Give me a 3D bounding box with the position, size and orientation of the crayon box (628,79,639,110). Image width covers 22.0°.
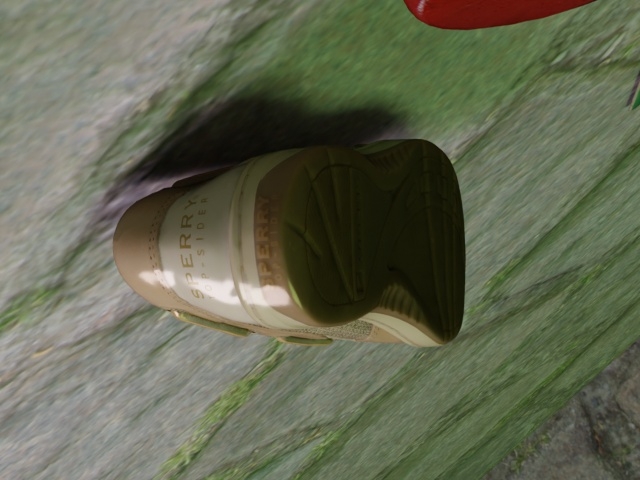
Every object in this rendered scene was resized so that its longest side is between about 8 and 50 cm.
[{"bbox_3d":[0.404,-0.202,1.293,0.323,0.083,0.203,-35,165,-9],"label":"crayon box"}]

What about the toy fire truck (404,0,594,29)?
[{"bbox_3d":[0.095,-0.175,0.349,0.254,0.169,0.302,-18,172,19],"label":"toy fire truck"}]

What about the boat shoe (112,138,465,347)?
[{"bbox_3d":[0.000,0.000,0.941,0.110,0.121,0.341,-4,174,22],"label":"boat shoe"}]
